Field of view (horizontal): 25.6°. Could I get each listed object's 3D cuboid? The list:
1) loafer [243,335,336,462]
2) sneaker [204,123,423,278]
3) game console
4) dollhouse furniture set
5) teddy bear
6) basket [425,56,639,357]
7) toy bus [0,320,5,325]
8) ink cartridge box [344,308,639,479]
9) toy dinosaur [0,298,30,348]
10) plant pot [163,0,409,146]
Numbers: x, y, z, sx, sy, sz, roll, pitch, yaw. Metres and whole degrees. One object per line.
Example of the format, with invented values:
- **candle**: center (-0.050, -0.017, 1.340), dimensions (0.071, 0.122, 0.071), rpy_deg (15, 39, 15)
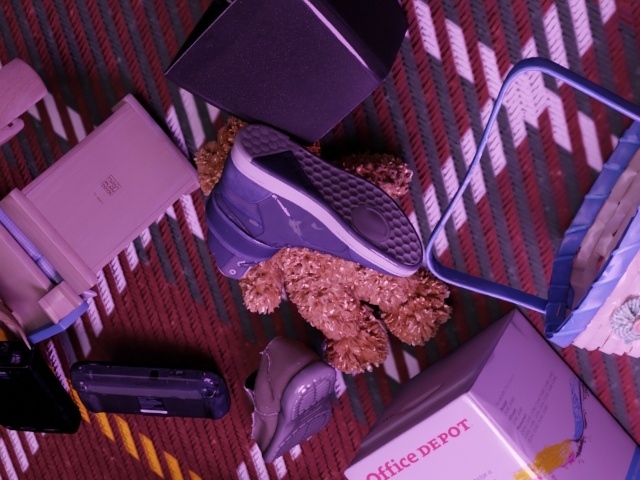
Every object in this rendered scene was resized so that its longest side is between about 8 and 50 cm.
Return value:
- **loafer**: center (-0.040, 0.183, 1.668), dimensions (0.087, 0.094, 0.251), rpy_deg (51, 152, 18)
- **sneaker**: center (-0.016, -0.003, 1.456), dimensions (0.226, 0.086, 0.163), rpy_deg (34, 133, 1)
- **game console**: center (-0.292, 0.194, 1.800), dimensions (0.361, 0.044, 0.213), rpy_deg (2, 150, 9)
- **dollhouse furniture set**: center (-0.340, -0.059, 1.695), dimensions (0.286, 0.198, 0.303), rpy_deg (50, 147, -9)
- **teddy bear**: center (0.000, 0.000, 1.570), dimensions (0.245, 0.113, 0.338), rpy_deg (-11, 110, 27)
- **basket**: center (0.274, -0.024, 1.372), dimensions (0.289, 0.201, 0.255), rpy_deg (23, 124, 2)
- **toy bus**: center (-0.524, 0.037, 1.834), dimensions (0.191, 0.202, 0.104), rpy_deg (11, 88, 28)
- **ink cartridge box**: center (0.207, 0.260, 1.548), dimensions (0.270, 0.197, 0.198), rpy_deg (49, 125, -4)
- **toy dinosaur**: center (-0.401, 0.078, 1.702), dimensions (0.092, 0.053, 0.183), rpy_deg (44, 159, -30)
- **plant pot**: center (-0.020, -0.211, 1.439), dimensions (0.167, 0.187, 0.188), rpy_deg (42, 125, -14)
